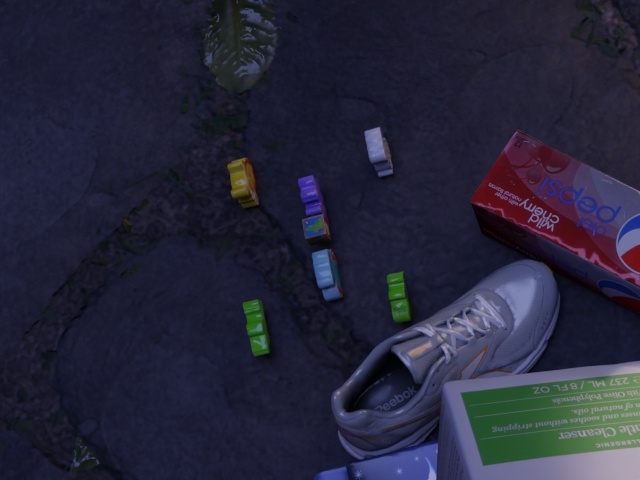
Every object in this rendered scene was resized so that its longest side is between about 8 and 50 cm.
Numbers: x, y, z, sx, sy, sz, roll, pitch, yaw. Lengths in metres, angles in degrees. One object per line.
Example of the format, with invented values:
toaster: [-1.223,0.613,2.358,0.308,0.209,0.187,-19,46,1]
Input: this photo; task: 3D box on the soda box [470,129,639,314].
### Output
soda box: [0.279,0.000,1.538,0.263,0.083,0.092,29,77,24]

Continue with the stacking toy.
stacking toy: [0.000,0.000,1.633,0.167,0.052,0.221,-13,67,11]

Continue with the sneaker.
sneaker: [0.120,0.108,1.514,0.262,0.121,0.099,-42,65,-4]

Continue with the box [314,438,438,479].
box: [0.113,0.253,1.487,0.225,0.036,0.136,-16,80,9]

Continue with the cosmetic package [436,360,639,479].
cosmetic package: [0.221,0.281,1.275,0.196,0.155,0.366,-6,39,-8]
